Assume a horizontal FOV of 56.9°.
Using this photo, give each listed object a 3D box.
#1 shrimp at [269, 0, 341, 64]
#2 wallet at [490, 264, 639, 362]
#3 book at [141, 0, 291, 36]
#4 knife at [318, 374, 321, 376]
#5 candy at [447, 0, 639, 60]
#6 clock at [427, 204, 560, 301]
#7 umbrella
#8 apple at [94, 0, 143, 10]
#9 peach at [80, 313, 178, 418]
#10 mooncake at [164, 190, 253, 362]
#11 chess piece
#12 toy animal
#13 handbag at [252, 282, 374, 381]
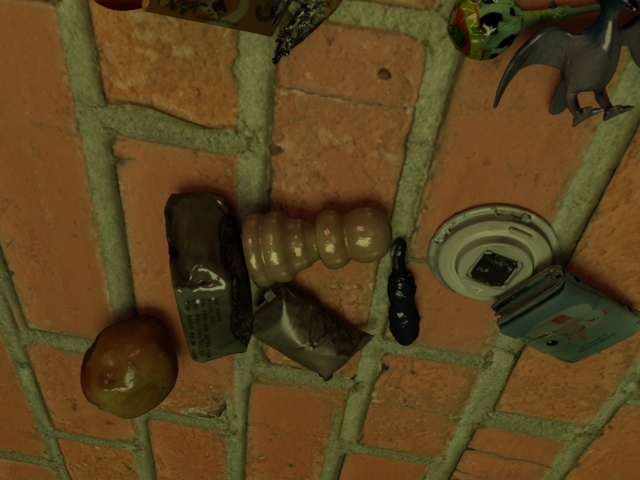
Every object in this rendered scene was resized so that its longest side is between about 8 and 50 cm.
[{"bbox_3d":[-0.035,-0.321,0.835,0.091,0.034,0.161,16,135,-36],"label":"shrimp"},{"bbox_3d":[0.460,0.144,1.110,0.250,0.075,0.176,24,131,-29],"label":"wallet"},{"bbox_3d":[-0.074,-0.387,0.719,0.207,0.020,0.295,-6,147,-43],"label":"book"},{"bbox_3d":[0.044,0.272,1.360,0.023,0.010,0.170,29,128,-14],"label":"knife"},{"bbox_3d":[0.322,-0.307,0.781,0.305,0.083,0.091,-9,134,7],"label":"candy"},{"bbox_3d":[0.316,0.039,1.084,0.236,0.053,0.237,4,131,5],"label":"clock"},{"bbox_3d":[0.156,0.103,1.165,0.070,0.071,0.248,-5,125,14],"label":"umbrella"},{"bbox_3d":[-0.236,-0.381,0.753,0.158,0.156,0.147,-14,137,3],"label":"apple"},{"bbox_3d":[-0.419,0.276,1.334,0.214,0.214,0.236,27,112,-13],"label":"peach"},{"bbox_3d":[-0.198,0.062,1.070,0.136,0.250,0.255,-7,136,-9],"label":"mooncake"},{"bbox_3d":[0.000,0.000,1.066,0.260,0.143,0.143,-9,129,8],"label":"chess piece"},{"bbox_3d":[0.354,-0.242,0.767,0.239,0.255,0.177,-7,89,-4],"label":"toy animal"},{"bbox_3d":[-0.029,0.191,1.239,0.270,0.117,0.182,36,119,-19],"label":"handbag"}]
